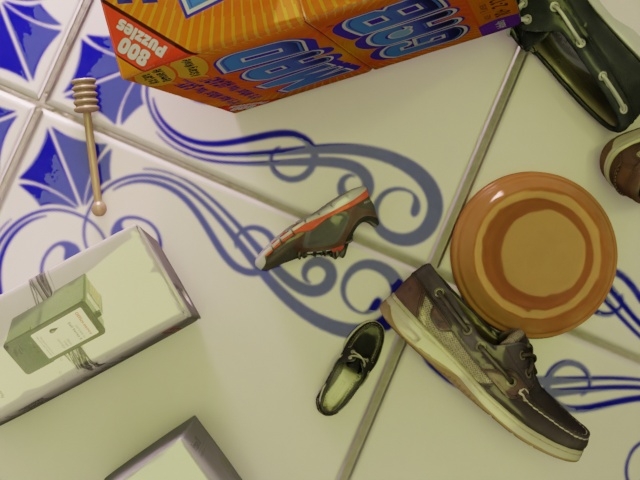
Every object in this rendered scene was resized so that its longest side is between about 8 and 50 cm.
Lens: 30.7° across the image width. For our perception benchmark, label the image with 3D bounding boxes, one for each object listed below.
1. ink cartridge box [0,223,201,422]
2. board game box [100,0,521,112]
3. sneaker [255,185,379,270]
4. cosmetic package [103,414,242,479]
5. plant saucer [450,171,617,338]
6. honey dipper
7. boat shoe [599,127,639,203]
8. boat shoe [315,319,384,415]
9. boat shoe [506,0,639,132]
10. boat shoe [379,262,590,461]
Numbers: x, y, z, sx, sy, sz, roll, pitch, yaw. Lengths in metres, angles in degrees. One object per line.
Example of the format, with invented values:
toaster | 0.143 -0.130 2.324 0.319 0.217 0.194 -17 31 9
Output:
ink cartridge box | -0.279 0.099 1.259 0.273 0.198 0.114 -28 87 -4
board game box | -0.022 -0.362 1.180 0.357 0.356 0.356 -16 88 12
sneaker | 0.000 0.000 1.350 0.158 0.061 0.064 -32 95 -3
cosmetic package | -0.129 0.322 1.241 0.138 0.224 0.224 -37 90 -4
plant saucer | 0.254 0.016 1.371 0.200 0.037 0.199 0 86 -3
honey dipper | -0.266 -0.108 1.355 0.031 0.030 0.160 -7 89 -3
boat shoe | 0.460 -0.107 1.348 0.258 0.095 0.095 -25 125 2
boat shoe | 0.035 0.148 1.352 0.046 0.038 0.125 36 86 -1
boat shoe | 0.269 -0.251 1.349 0.302 0.114 0.091 41 80 1
boat shoe | 0.200 0.137 1.325 0.285 0.103 0.092 39 102 5
